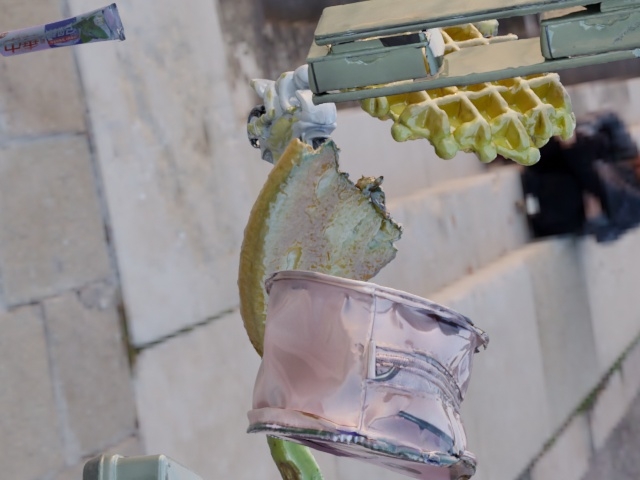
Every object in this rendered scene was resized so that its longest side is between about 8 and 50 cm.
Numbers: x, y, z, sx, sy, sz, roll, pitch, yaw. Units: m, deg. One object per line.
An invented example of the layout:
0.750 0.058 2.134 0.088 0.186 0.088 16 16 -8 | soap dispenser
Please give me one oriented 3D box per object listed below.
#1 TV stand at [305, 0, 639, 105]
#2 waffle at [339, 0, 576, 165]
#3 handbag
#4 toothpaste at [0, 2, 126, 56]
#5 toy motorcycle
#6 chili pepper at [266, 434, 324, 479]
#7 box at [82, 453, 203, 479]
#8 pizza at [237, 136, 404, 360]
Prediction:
0.113 -0.110 0.751 0.036 0.249 0.042 -71 150 -57 | TV stand
0.150 -0.196 1.707 0.283 0.309 0.065 -63 170 -48 | waffle
0.035 0.103 1.081 0.205 0.179 0.116 53 48 -70 | handbag
-0.309 -0.238 1.723 0.028 0.170 0.045 -59 138 -68 | toothpaste
-0.037 -0.163 1.963 0.074 0.229 0.151 -2 111 -27 | toy motorcycle
-0.010 0.244 1.401 0.043 0.049 0.208 -28 111 -28 | chili pepper
-0.255 0.391 2.174 0.210 0.129 0.148 53 31 -66 | box
0.000 0.000 1.729 0.229 0.081 0.289 -12 121 -32 | pizza
